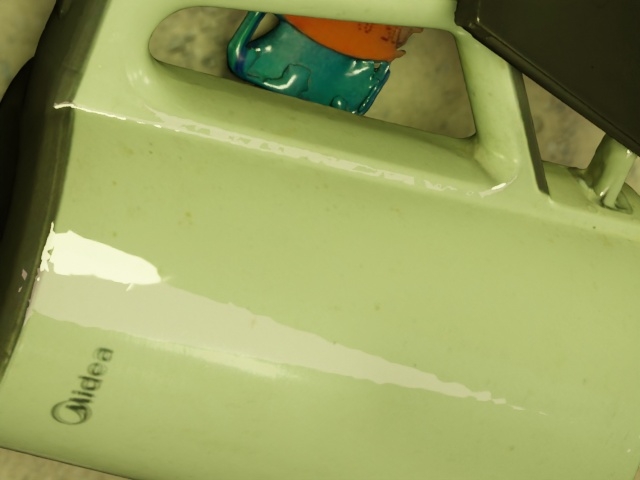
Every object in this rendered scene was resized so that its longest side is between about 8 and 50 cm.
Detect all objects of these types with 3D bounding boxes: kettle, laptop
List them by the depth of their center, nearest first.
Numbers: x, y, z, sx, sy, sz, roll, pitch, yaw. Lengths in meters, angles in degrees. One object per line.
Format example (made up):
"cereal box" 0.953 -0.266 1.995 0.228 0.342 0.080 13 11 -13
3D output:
"laptop" 0.145 -0.135 0.890 0.197 0.016 0.135 29 65 -42
"kettle" 0.000 0.000 0.933 0.376 0.250 0.361 14 122 -21

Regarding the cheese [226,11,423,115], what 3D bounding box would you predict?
"cheese" 0.062 -0.215 0.940 0.217 0.129 0.329 20 115 -28
